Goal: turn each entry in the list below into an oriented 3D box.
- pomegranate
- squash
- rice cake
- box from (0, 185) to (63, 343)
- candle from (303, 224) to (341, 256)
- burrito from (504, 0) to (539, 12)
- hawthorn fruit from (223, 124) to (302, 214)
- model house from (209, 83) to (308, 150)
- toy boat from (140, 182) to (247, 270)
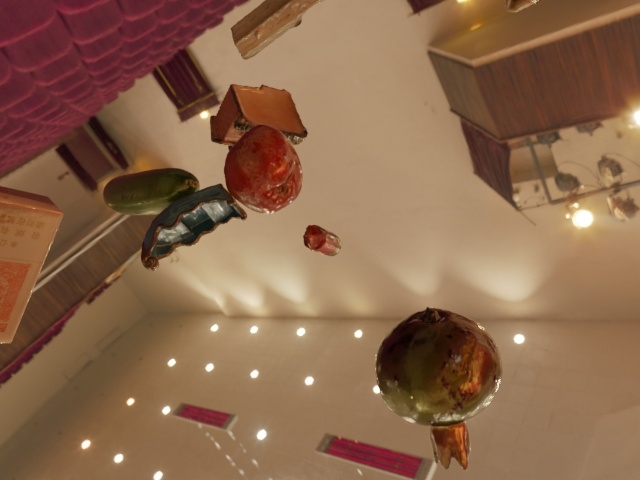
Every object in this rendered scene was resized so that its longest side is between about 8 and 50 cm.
[{"bbox_3d":[0.156,0.185,0.659,0.159,0.205,0.159,-10,180,0],"label":"pomegranate"},{"bbox_3d":[-0.328,-0.087,0.949,0.292,0.082,0.082,0,-142,41],"label":"squash"},{"bbox_3d":[-0.037,-0.381,0.814,0.256,0.052,0.057,-32,175,14],"label":"rice cake"},{"bbox_3d":[-0.429,0.029,0.634,0.058,0.141,0.201,34,-79,37],"label":"box"},{"bbox_3d":[0.000,0.000,1.019,0.052,0.052,0.130,-24,163,15],"label":"candle"},{"bbox_3d":[0.182,-0.379,0.401,0.107,0.348,0.175,-2,-138,11],"label":"burrito"},{"bbox_3d":[-0.082,-0.102,0.742,0.128,0.128,0.128,-25,-156,12],"label":"hawthorn fruit"},{"bbox_3d":[-0.162,-0.264,1.238,0.172,0.182,0.167,-46,-127,40],"label":"model house"},{"bbox_3d":[-0.213,-0.019,0.834,0.185,0.075,0.077,-25,-123,1],"label":"toy boat"}]
